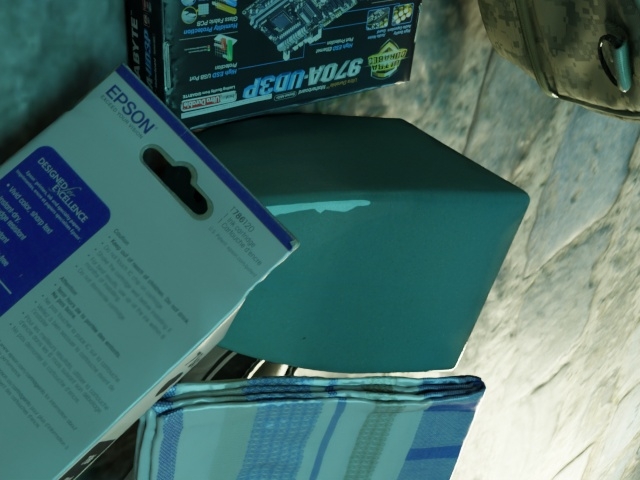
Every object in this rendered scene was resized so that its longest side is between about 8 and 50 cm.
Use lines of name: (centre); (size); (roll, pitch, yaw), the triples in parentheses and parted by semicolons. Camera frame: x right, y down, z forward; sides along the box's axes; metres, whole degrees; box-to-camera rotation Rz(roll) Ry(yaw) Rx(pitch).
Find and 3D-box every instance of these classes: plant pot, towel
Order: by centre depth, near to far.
plant pot: (0.000, 0.000, 0.582); (0.234, 0.165, 0.166); (0, 118, -39)
towel: (-0.014, 0.194, 0.616); (0.284, 0.034, 0.209); (2, 121, -21)

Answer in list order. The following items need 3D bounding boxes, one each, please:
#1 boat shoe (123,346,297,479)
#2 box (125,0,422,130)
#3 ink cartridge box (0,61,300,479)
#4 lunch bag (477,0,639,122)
boat shoe: (-0.092, 0.193, 0.677); (0.306, 0.105, 0.113); (-53, 140, 2)
box: (-0.020, -0.179, 0.512); (0.220, 0.051, 0.175); (-20, 130, -32)
ink cartridge box: (-0.184, 0.064, 0.451); (0.332, 0.165, 0.065); (-42, 171, -8)
lunch bag: (0.288, -0.225, 0.545); (0.305, 0.256, 0.213); (-26, 129, 0)
